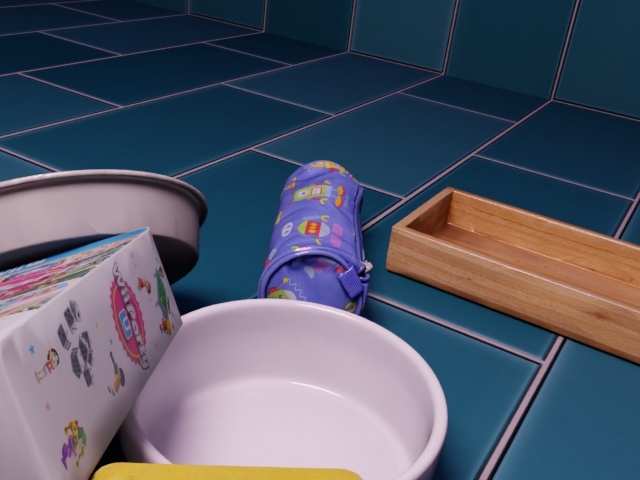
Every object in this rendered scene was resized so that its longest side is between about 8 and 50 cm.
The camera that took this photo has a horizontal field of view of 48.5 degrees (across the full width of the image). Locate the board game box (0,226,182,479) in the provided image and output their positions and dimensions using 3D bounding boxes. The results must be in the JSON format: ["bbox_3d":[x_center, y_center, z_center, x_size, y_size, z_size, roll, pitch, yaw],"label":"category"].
[{"bbox_3d":[-0.231,0.090,0.456,0.224,0.097,0.303,-17,10,2],"label":"board game box"}]

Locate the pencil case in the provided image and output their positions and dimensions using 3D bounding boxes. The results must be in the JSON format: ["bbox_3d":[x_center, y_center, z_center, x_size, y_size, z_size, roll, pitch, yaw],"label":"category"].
[{"bbox_3d":[0.000,0.000,0.907,0.133,0.119,0.306,-15,25,9],"label":"pencil case"}]

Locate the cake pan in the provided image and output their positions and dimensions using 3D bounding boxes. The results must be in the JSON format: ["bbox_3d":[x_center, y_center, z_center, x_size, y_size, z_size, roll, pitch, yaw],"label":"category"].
[{"bbox_3d":[-0.249,0.018,0.692,0.293,0.293,0.054,-7,72,-27],"label":"cake pan"}]

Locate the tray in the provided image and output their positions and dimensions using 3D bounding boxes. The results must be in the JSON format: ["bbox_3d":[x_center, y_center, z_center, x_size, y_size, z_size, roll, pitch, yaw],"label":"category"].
[{"bbox_3d":[0.318,0.044,0.959,0.411,0.076,0.203,20,29,25],"label":"tray"}]

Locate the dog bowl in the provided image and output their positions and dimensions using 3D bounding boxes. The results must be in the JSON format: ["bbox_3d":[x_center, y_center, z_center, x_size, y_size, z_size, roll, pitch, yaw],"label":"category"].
[{"bbox_3d":[-0.034,0.160,0.597,0.265,0.104,0.265,6,26,-3],"label":"dog bowl"}]

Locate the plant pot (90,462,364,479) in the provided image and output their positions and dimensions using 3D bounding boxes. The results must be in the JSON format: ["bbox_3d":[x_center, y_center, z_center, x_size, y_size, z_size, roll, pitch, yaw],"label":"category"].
[{"bbox_3d":[-0.051,0.231,0.356,0.212,0.187,0.212,4,26,-7],"label":"plant pot"}]
